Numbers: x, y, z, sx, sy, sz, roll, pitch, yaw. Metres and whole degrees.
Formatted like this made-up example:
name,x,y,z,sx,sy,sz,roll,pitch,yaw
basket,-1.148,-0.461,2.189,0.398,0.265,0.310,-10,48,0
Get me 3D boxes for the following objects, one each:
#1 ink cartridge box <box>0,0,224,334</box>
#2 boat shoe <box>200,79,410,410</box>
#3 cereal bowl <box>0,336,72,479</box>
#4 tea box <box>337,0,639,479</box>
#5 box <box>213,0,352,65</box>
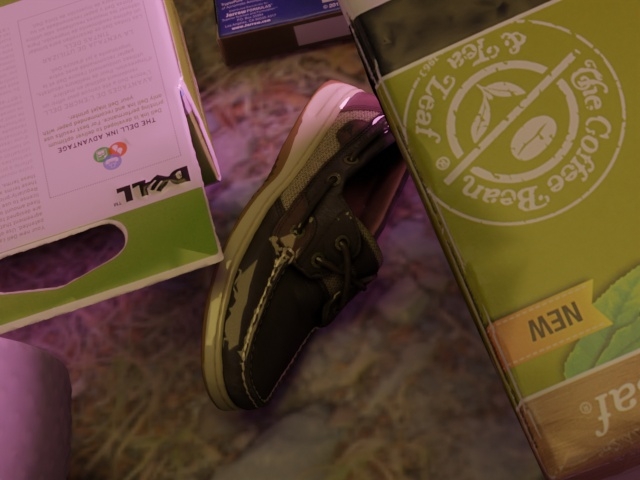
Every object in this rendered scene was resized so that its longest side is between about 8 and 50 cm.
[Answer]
name,x,y,z,sx,sy,sz,roll,pitch,yaw
ink cartridge box,-0.157,-0.034,1.063,0.188,0.097,0.255,-18,53,2
boat shoe,0.000,0.000,1.018,0.073,0.080,0.224,8,54,24
cereal bowl,-0.287,0.138,0.860,0.338,0.339,0.141,-7,77,9
tea box,0.210,-0.062,0.878,0.329,0.220,0.324,-24,67,3
box,-0.011,-0.224,1.197,0.136,0.036,0.225,-12,56,5
